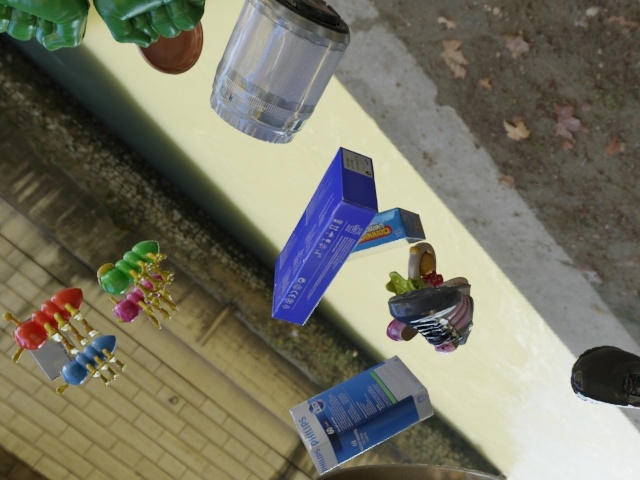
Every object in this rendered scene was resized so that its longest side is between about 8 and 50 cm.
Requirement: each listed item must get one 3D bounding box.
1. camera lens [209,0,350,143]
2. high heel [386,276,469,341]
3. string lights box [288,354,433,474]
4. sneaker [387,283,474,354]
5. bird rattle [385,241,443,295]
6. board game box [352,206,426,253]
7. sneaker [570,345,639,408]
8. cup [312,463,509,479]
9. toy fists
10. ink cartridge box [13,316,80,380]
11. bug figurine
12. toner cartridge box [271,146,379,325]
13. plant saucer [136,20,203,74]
[{"bbox_3d":[-0.084,-0.365,1.195,0.219,0.219,0.274,35,118,8],"label":"camera lens"},{"bbox_3d":[0.274,0.175,1.515,0.082,0.244,0.117,49,167,-8],"label":"high heel"},{"bbox_3d":[0.081,0.350,1.197,0.133,0.260,0.076,46,158,60],"label":"string lights box"},{"bbox_3d":[0.222,0.150,1.083,0.112,0.131,0.319,-9,174,31],"label":"sneaker"},{"bbox_3d":[0.340,0.109,1.895,0.143,0.206,0.254,8,-173,43],"label":"bird rattle"},{"bbox_3d":[0.126,-0.004,1.692,0.308,0.302,0.086,2,-108,-70],"label":"board game box"},{"bbox_3d":[0.572,0.245,1.002,0.287,0.108,0.130,7,175,-9],"label":"sneaker"},{"bbox_3d":[0.147,0.492,0.877,0.331,0.236,0.331,-1,171,0],"label":"cup"},{"bbox_3d":[-0.280,-0.302,0.718,0.142,0.279,0.096,116,145,-68],"label":"toy fists"},{"bbox_3d":[-0.559,0.212,1.194,0.127,0.072,0.175,59,151,-7],"label":"ink cartridge box"},{"bbox_3d":[-0.289,0.101,0.779,0.072,0.216,0.279,41,156,12],"label":"bug figurine"},{"bbox_3d":[0.000,0.000,1.169,0.075,0.165,0.347,18,131,-15],"label":"toner cartridge box"},{"bbox_3d":[-0.384,-0.519,1.469,0.037,0.200,0.200,14,149,41],"label":"plant saucer"}]
